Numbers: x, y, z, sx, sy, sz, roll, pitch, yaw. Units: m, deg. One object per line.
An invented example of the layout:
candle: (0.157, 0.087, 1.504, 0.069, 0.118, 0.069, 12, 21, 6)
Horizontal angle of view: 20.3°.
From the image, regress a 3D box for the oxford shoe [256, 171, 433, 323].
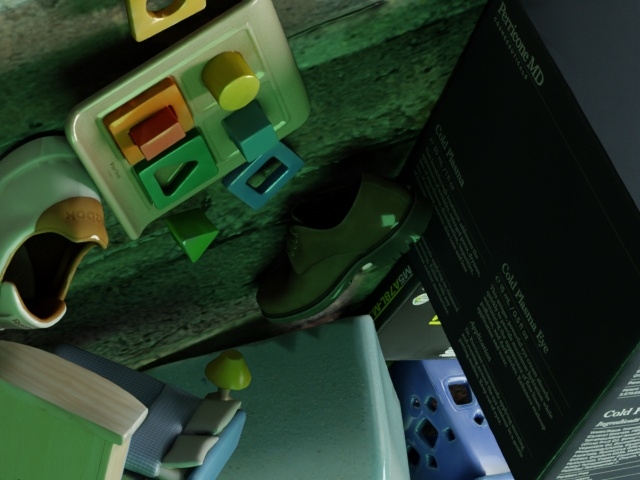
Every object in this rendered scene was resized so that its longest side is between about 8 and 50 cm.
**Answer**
oxford shoe: (0.000, 0.000, 1.667, 0.096, 0.083, 0.227, 33, 132, -19)

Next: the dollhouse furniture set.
dollhouse furniture set: (-0.224, 0.118, 1.560, 0.303, 0.286, 0.198, -51, 162, -56)

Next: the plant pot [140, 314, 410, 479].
plant pot: (-0.026, 0.264, 1.821, 0.247, 0.252, 0.247, -14, 150, 3)

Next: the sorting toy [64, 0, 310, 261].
sorting toy: (-0.095, -0.093, 1.427, 0.196, 0.047, 0.348, -37, 150, -7)

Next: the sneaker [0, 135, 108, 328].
sneaker: (-0.288, 0.044, 1.465, 0.290, 0.123, 0.106, -40, 148, 25)

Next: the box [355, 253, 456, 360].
box: (0.145, 0.059, 1.874, 0.190, 0.045, 0.184, 2, 138, -37)

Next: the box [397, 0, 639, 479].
box: (0.240, -0.007, 1.551, 0.179, 0.343, 0.312, -7, 145, -26)

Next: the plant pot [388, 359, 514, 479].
plant pot: (0.187, 0.255, 2.038, 0.236, 0.212, 0.236, -2, 142, -32)
